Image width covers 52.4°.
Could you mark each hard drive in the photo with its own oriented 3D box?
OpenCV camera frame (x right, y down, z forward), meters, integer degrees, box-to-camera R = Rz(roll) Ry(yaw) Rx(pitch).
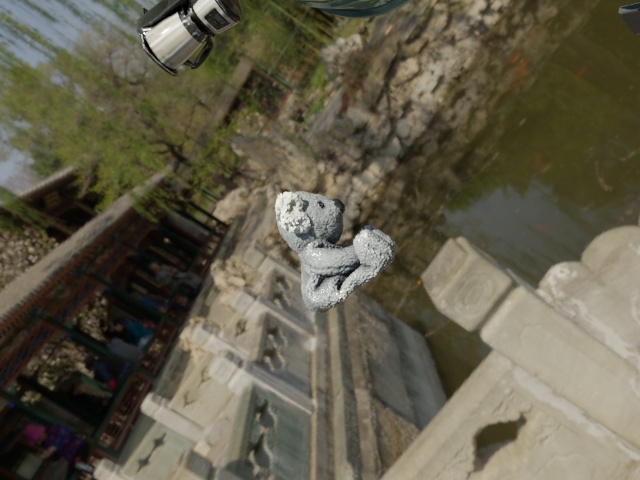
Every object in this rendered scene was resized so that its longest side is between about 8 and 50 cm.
[{"bbox_3d":[0.748,-0.500,1.445,0.135,0.094,0.022,3,73,48],"label":"hard drive"}]

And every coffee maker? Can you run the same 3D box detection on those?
[{"bbox_3d":[-0.252,-0.428,1.221,0.178,0.171,0.120,-32,-15,17],"label":"coffee maker"}]

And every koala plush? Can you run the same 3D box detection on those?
[{"bbox_3d":[0.000,0.000,1.214,0.203,0.221,0.196,-40,0,8],"label":"koala plush"}]

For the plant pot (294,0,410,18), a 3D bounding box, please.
[{"bbox_3d":[-0.047,-0.415,0.722,0.334,0.341,0.341,-29,-15,-49],"label":"plant pot"}]
